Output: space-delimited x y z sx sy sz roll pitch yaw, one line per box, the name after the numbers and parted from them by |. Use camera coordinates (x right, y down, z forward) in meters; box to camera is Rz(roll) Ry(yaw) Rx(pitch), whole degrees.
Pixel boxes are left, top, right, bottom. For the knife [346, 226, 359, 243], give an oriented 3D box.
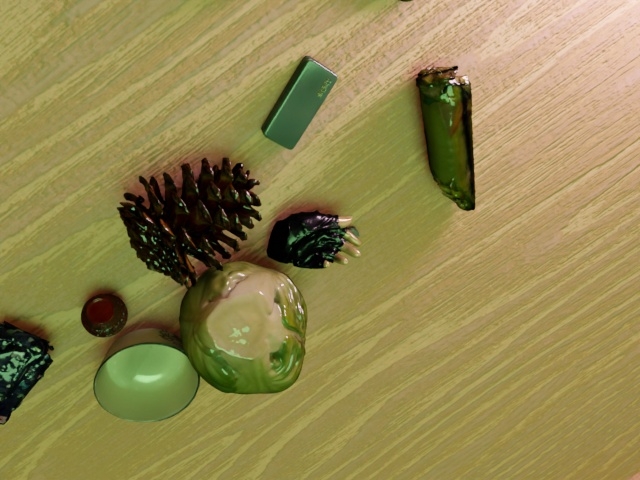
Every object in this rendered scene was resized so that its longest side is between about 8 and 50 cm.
0.018 0.014 1.405 0.162 0.023 0.044 -31 115 3 | knife

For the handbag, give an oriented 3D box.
-0.711 0.298 1.300 0.162 0.113 0.260 34 106 -23 | handbag

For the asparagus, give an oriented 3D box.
0.292 -0.205 1.309 0.108 0.128 0.382 3 127 24 | asparagus

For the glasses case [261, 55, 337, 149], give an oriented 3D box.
-0.045 -0.283 1.207 0.078 0.039 0.184 25 109 -27 | glasses case

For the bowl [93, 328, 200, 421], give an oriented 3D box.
-0.409 0.301 1.381 0.238 0.126 0.238 -7 121 -13 | bowl

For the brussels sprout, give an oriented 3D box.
-0.168 0.189 1.275 0.281 0.354 0.289 3 79 -4 | brussels sprout

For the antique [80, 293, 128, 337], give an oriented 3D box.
-0.482 0.168 1.302 0.104 0.104 0.104 -7 120 -12 | antique

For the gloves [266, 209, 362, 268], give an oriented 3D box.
0.000 0.000 1.337 0.203 0.124 0.164 8 127 -34 | gloves

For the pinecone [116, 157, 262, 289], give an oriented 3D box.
-0.251 -0.054 1.183 0.292 0.246 0.246 -35 125 -18 | pinecone
